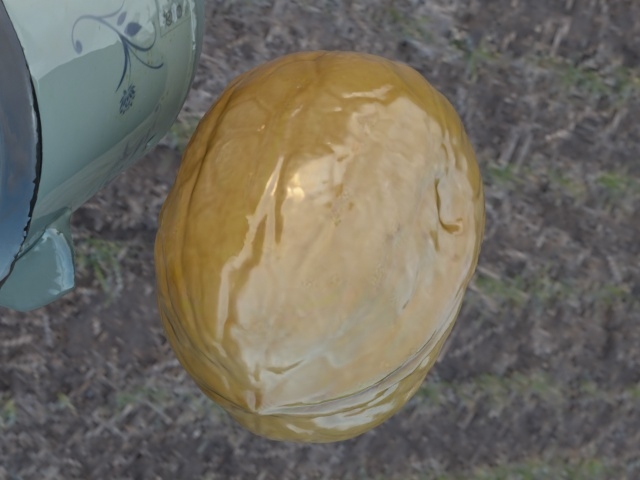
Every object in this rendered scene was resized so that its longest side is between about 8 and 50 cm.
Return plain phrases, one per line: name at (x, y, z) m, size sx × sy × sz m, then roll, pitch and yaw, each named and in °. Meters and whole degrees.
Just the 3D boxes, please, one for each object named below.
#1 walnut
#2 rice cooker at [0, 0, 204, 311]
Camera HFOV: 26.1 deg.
walnut at (0.000, 0.000, 0.766) m, size 0.226 × 0.193 × 0.193 m, roll -70°, pitch 147°, yaw -42°
rice cooker at (-0.218, -0.102, 0.740) m, size 0.316 × 0.264 × 0.317 m, roll 32°, pitch 49°, yaw -47°
